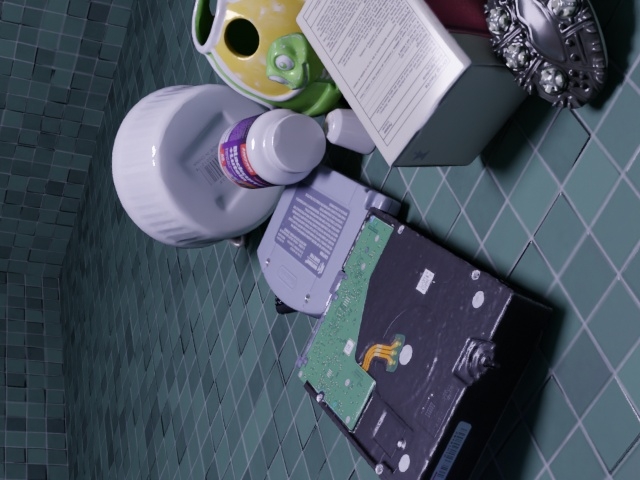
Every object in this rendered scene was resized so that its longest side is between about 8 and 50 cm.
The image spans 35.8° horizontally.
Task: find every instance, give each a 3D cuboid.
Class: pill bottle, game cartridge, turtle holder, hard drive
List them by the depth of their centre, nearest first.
[{"bbox_3d":[0.094,0.115,1.084,0.237,0.064,0.339,-65,26,5],"label":"hard drive"},{"bbox_3d":[0.000,0.000,1.366,0.196,0.060,0.294,-62,25,4],"label":"game cartridge"},{"bbox_3d":[-0.055,-0.282,1.414,0.243,0.227,0.320,126,145,-47],"label":"turtle holder"},{"bbox_3d":[-0.068,-0.131,1.417,0.193,0.108,0.108,179,98,-66],"label":"pill bottle"}]

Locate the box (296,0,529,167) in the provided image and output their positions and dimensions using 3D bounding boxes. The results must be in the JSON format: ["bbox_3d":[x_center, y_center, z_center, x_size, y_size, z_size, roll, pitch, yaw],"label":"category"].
[{"bbox_3d":[0.101,-0.210,1.059,0.148,0.127,0.232,-53,56,38],"label":"box"}]

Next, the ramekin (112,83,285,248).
[{"bbox_3d":[-0.187,-0.126,1.622,0.135,0.277,0.277,-3,80,57],"label":"ramekin"}]

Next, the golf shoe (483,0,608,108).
[{"bbox_3d":[0.209,-0.248,0.966,0.105,0.120,0.273,-46,64,39],"label":"golf shoe"}]

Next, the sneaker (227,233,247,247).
[{"bbox_3d":[-0.185,-0.060,1.735,0.069,0.185,0.084,-31,46,18],"label":"sneaker"}]

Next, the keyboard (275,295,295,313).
[{"bbox_3d":[-0.040,0.054,1.509,0.192,0.038,0.100,158,118,-63],"label":"keyboard"}]

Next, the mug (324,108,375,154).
[{"bbox_3d":[0.037,-0.152,1.364,0.078,0.064,0.062,167,109,-66],"label":"mug"}]
